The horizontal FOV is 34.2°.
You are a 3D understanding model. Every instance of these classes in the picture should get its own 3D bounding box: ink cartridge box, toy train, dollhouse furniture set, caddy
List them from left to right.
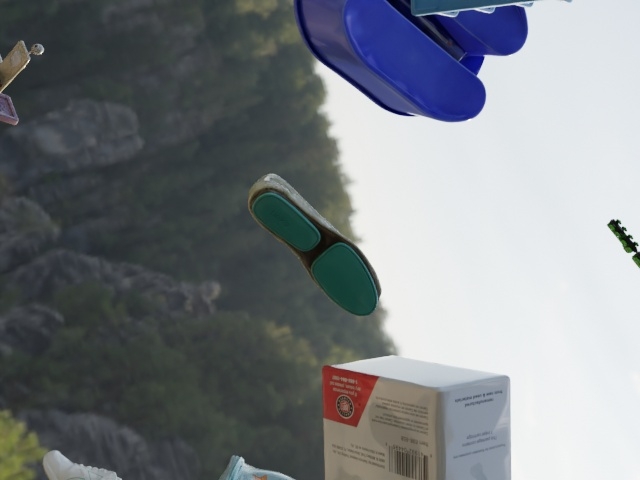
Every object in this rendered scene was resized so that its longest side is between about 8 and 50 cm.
[{"bbox_3d":[-0.309,-0.184,0.960,0.091,0.081,0.114,18,37,-51],"label":"dollhouse furniture set"},{"bbox_3d":[0.124,-0.316,1.472,0.341,0.241,0.179,33,-1,-31],"label":"caddy"},{"bbox_3d":[0.104,0.277,1.150,0.197,0.114,0.273,3,-85,52],"label":"ink cartridge box"},{"bbox_3d":[0.398,0.005,1.346,0.083,0.017,0.024,51,-7,-4],"label":"toy train"}]

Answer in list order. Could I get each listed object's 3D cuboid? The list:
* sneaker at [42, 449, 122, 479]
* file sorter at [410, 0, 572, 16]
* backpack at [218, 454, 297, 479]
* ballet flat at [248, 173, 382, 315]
[{"bbox_3d":[-0.252,0.277,1.155,0.152,0.061,0.054,35,-18,35],"label":"sneaker"},{"bbox_3d":[0.179,-0.272,0.960,0.104,0.170,0.118,-11,99,-60],"label":"file sorter"},{"bbox_3d":[-0.080,0.306,0.850,0.225,0.191,0.253,-56,168,-80],"label":"backpack"},{"bbox_3d":[0.000,0.000,0.973,0.168,0.057,0.052,48,20,-18],"label":"ballet flat"}]
